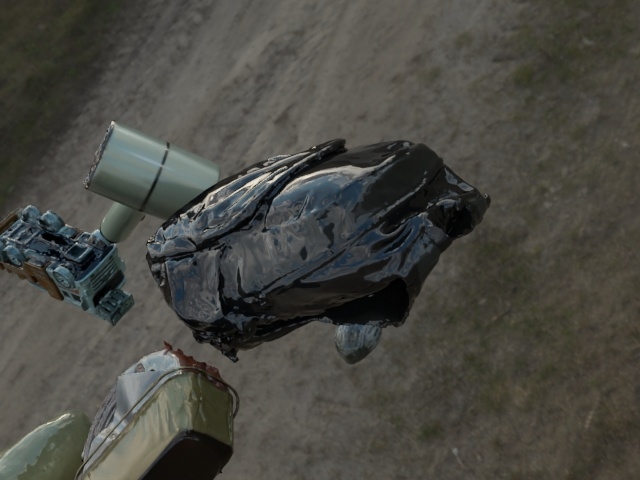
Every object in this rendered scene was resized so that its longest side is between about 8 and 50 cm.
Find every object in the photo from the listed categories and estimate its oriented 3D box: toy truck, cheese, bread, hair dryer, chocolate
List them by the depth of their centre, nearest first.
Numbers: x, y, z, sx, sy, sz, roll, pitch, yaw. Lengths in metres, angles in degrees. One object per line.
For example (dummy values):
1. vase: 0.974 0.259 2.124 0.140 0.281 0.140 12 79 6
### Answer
1. bread: -0.197 0.243 1.000 0.224 0.142 0.212 -49 29 8
2. cheese: -0.493 0.399 1.247 0.328 0.129 0.351 -40 3 -8
3. hair dryer: -0.334 -0.068 1.459 0.362 0.203 0.128 -37 36 56
4. toy truck: -0.526 0.060 1.674 0.338 0.184 0.133 18 51 27
5. chocolate: 0.107 0.175 1.897 0.110 0.110 0.248 -4 48 38

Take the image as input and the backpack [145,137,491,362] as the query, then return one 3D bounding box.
1. backpack: 0.000 0.000 1.089 0.446 0.255 0.363 -13 20 50
